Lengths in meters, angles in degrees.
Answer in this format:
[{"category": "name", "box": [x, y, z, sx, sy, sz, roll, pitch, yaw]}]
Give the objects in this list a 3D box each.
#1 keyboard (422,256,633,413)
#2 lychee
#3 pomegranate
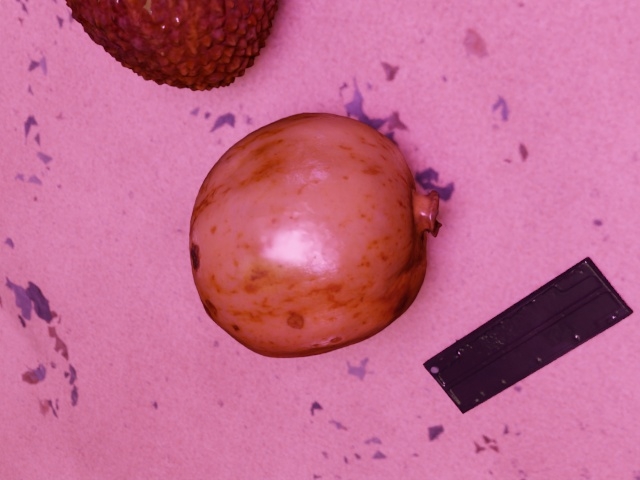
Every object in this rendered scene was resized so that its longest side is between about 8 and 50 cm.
[{"category": "keyboard", "box": [0.178, 0.088, 0.900, 0.198, 0.010, 0.063, -39, 91, 34]}, {"category": "lychee", "box": [-0.117, -0.220, 0.834, 0.194, 0.194, 0.194, 11, 115, 24]}, {"category": "pomegranate", "box": [0.000, 0.000, 0.847, 0.215, 0.215, 0.215, 11, 115, 24]}]
